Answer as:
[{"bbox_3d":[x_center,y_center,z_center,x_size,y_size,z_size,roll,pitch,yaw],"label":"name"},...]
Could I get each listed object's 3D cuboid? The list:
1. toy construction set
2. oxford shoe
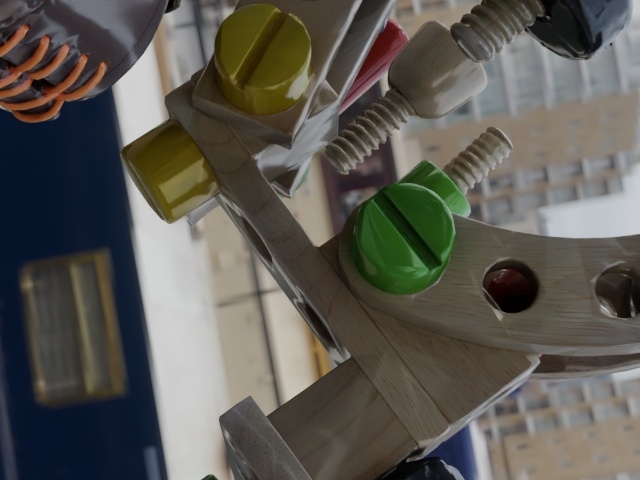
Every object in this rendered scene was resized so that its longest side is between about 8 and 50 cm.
[{"bbox_3d":[0.000,0.000,0.647,0.257,0.237,0.309,50,-8,-14],"label":"toy construction set"},{"bbox_3d":[-0.092,-0.081,0.500,0.271,0.097,0.098,-58,129,-64],"label":"oxford shoe"}]
